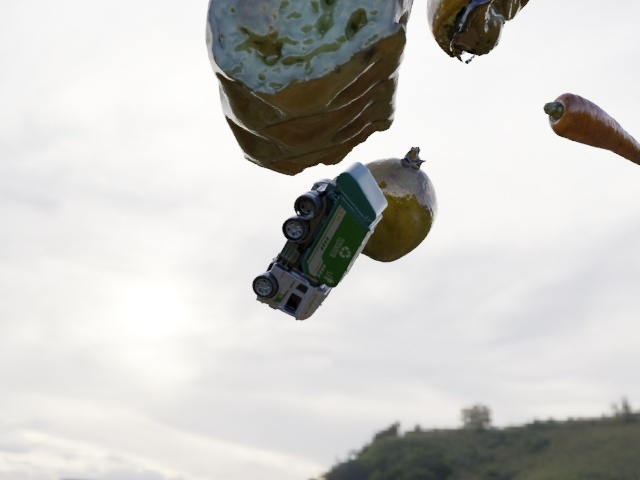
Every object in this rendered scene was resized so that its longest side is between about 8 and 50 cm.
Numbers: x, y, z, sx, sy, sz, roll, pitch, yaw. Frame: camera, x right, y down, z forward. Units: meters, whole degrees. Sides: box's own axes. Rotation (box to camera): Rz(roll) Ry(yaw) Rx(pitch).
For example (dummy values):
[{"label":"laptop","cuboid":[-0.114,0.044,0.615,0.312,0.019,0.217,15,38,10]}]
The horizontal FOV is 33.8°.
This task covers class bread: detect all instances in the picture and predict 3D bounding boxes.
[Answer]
[{"label":"bread","cuboid":[-0.007,-0.199,1.050,0.196,0.239,0.252,5,-6,5]}]

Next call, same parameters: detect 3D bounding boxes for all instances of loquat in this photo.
[{"label":"loquat","cuboid":[0.143,-0.080,2.142,0.213,0.246,0.213,23,20,-9]}]

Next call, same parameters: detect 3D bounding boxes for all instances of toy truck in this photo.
[{"label":"toy truck","cuboid":[0.000,0.000,1.584,0.124,0.253,0.114,30,22,7]}]

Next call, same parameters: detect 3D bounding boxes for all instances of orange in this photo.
[{"label":"orange","cuboid":[0.192,-0.303,1.290,0.112,0.160,0.170,33,26,11]}]

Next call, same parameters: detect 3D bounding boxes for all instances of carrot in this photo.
[{"label":"carrot","cuboid":[0.398,-0.145,1.464,0.256,0.061,0.061,18,-24,-38]}]
